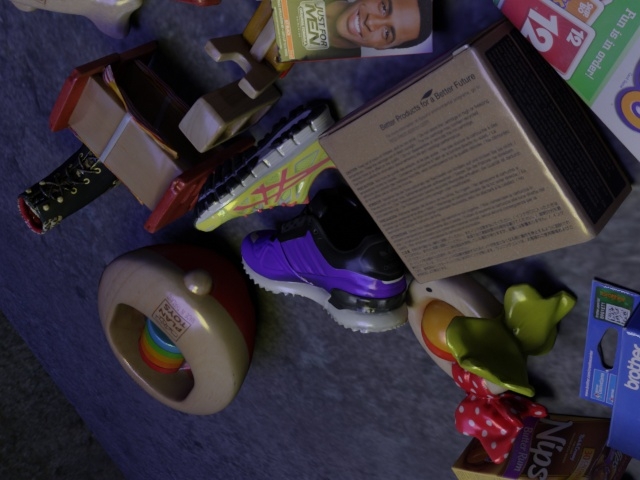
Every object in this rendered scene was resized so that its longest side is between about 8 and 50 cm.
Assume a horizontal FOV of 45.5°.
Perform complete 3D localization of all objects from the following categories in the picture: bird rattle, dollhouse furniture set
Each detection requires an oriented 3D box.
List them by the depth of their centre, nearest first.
[{"bbox_3d":[0.184,0.118,0.878,0.207,0.143,0.253,45,162,26],"label":"bird rattle"},{"bbox_3d":[-0.149,-0.201,0.899,0.201,0.152,0.374,47,130,2],"label":"dollhouse furniture set"}]

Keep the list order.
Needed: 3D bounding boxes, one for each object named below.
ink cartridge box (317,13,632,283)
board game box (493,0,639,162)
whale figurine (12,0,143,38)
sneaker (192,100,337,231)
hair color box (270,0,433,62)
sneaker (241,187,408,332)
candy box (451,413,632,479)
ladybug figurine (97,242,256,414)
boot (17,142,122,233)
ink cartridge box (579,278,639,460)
[{"bbox_3d":[0.135,-0.074,0.720,0.193,0.088,0.234,55,147,-9],"label":"ink cartridge box"},{"bbox_3d":[0.256,-0.129,0.569,0.259,0.039,0.124,46,147,1],"label":"board game box"},{"bbox_3d":[-0.342,-0.370,0.953,0.272,0.141,0.216,28,151,-15],"label":"whale figurine"},{"bbox_3d":[-0.055,-0.064,0.879,0.094,0.208,0.081,49,-166,-31],"label":"sneaker"},{"bbox_3d":[0.029,-0.204,0.681,0.141,0.043,0.072,-3,131,6],"label":"hair color box"},{"bbox_3d":[0.001,0.000,0.954,0.293,0.102,0.146,20,120,47],"label":"sneaker"},{"bbox_3d":[0.260,0.259,0.903,0.186,0.109,0.053,-9,118,52],"label":"candy box"},{"bbox_3d":[-0.232,0.140,1.295,0.305,0.162,0.449,46,148,1],"label":"ladybug figurine"},{"bbox_3d":[-0.374,-0.105,1.188,0.085,0.178,0.236,48,148,0],"label":"boot"},{"bbox_3d":[0.385,0.166,0.709,0.311,0.065,0.186,24,140,35],"label":"ink cartridge box"}]
